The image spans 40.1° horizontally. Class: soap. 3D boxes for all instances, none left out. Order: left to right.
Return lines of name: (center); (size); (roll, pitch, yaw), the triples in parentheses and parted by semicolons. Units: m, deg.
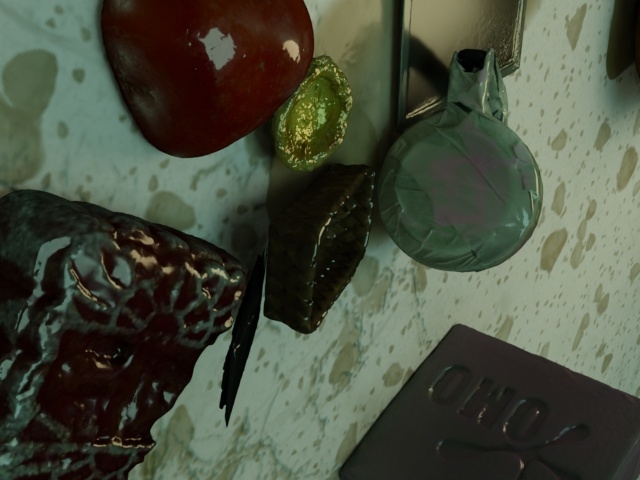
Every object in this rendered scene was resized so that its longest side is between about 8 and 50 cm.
soap: (0.220, 0.274, 1.087); (0.285, 0.296, 0.107); (-48, 139, -28)

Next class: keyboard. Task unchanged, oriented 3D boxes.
keyboard: (-0.064, 0.074, 0.742); (0.196, 0.015, 0.074); (-79, -179, -68)

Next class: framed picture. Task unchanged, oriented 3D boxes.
framed picture: (0.157, -0.245, 0.947); (0.252, 0.014, 0.197); (-31, 132, -40)

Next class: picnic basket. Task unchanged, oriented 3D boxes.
picnic basket: (0.000, 0.000, 0.799); (0.193, 0.054, 0.110); (-53, 151, -61)

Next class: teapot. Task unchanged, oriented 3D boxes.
teapot: (0.150, -0.073, 0.948); (0.178, 0.163, 0.222); (12, 59, -70)

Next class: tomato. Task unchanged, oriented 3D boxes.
tomato: (-0.064, -0.145, 0.651); (0.174, 0.082, 0.166); (-41, 137, -29)

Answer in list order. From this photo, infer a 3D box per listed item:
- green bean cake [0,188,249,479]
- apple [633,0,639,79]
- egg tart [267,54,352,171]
green bean cake: (-0.172, 0.090, 0.625); (0.198, 0.097, 0.233); (26, 87, -56)
apple: (0.664, -0.333, 1.295); (0.400, 0.333, 0.401); (-31, 133, -40)
egg tart: (-0.014, -0.112, 0.772); (0.105, 0.039, 0.105); (-30, 132, -41)
